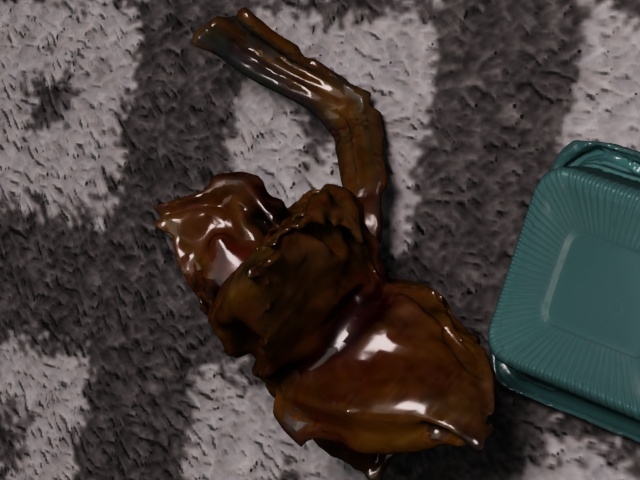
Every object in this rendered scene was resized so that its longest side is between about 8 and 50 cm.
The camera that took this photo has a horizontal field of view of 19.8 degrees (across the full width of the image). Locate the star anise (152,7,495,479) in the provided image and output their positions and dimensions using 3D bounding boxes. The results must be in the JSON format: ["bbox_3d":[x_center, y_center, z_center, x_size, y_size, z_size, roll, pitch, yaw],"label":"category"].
[{"bbox_3d":[-0.011,0.002,1.082,0.148,0.237,0.346,-24,57,3],"label":"star anise"}]

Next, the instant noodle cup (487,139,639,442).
[{"bbox_3d":[0.173,0.032,1.010,0.179,0.070,0.157,21,97,37],"label":"instant noodle cup"}]
